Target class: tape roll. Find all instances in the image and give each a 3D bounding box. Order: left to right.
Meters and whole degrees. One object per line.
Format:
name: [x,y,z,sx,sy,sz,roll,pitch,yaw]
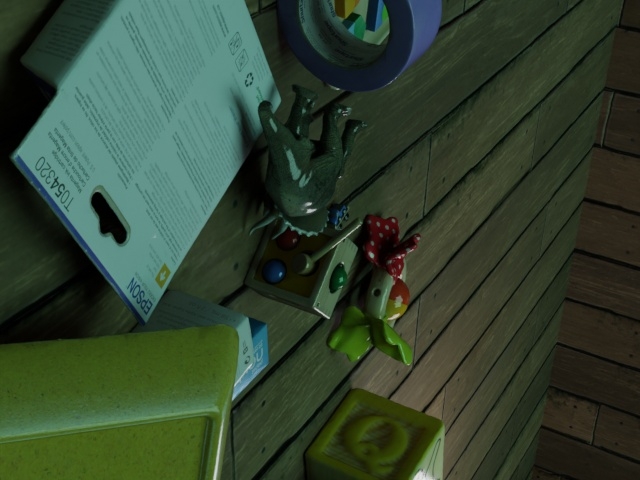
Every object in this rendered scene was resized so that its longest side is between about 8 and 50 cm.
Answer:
tape roll: [0.046,-0.283,1.247,0.080,0.189,0.189,-44,144,-45]

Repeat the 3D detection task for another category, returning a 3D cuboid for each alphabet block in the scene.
alphabet block: [0.101,0.418,1.837,0.192,0.193,0.197,-49,147,-43]

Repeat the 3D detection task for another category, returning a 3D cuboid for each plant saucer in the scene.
plant saucer: [-0.228,0.258,0.984,0.333,0.081,0.332,-3,112,-33]

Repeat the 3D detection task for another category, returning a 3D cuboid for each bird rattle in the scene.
bird rattle: [0.102,0.086,1.758,0.207,0.143,0.253,35,61,-77]

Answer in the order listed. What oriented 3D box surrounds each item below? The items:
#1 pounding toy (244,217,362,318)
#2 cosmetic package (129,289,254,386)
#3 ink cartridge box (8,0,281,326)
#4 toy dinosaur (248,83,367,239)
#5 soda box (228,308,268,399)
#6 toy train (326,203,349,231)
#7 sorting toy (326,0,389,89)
pounding toy: [-0.014,0.025,1.388,0.130,0.141,0.100,-68,155,-10]
cosmetic package: [-0.185,0.170,1.159,0.231,0.117,0.085,-52,148,-40]
ink cartridge box: [-0.174,-0.128,1.033,0.330,0.071,0.324,-60,155,-23]
toy dinosaur: [-0.017,-0.087,1.223,0.313,0.121,0.160,94,9,-83]
soda box: [-0.149,0.177,1.297,0.210,0.067,0.071,-44,144,-47]
toy train: [0.000,0.000,1.543,0.158,0.027,0.036,-57,141,-29]
sorting toy: [0.057,-0.340,1.414,0.193,0.038,0.208,-53,149,-36]
